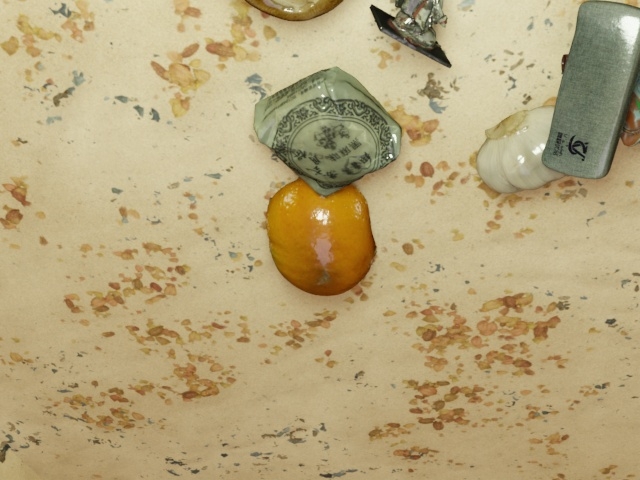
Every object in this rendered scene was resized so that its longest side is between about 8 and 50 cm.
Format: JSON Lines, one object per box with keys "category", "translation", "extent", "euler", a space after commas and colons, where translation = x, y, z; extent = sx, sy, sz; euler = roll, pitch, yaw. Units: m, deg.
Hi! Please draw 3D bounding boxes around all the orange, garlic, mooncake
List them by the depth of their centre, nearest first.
{"category": "mooncake", "translation": [0.015, -0.221, 1.685], "extent": [0.254, 0.136, 0.250], "euler": [-28, 130, 29]}
{"category": "garlic", "translation": [0.441, -0.169, 1.696], "extent": [0.229, 0.143, 0.178], "euler": [-39, 119, 24]}
{"category": "orange", "translation": [0.004, 0.003, 1.939], "extent": [0.274, 0.274, 0.310], "euler": [0, 165, 5]}

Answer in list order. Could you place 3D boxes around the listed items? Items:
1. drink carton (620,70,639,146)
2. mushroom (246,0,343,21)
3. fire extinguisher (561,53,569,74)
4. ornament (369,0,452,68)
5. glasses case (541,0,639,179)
{"category": "drink carton", "translation": [0.684, -0.264, 1.552], "extent": [0.190, 0.185, 0.191], "euler": [19, 132, -17]}
{"category": "mushroom", "translation": [-0.047, -0.496, 1.406], "extent": [0.253, 0.153, 0.253], "euler": [2, 132, 2]}
{"category": "fire extinguisher", "translation": [0.536, -0.341, 1.584], "extent": [0.132, 0.039, 0.056], "euler": [1, 130, 4]}
{"category": "ornament", "translation": [0.207, -0.442, 1.462], "extent": [0.153, 0.166, 0.196], "euler": [22, 117, -18]}
{"category": "glasses case", "translation": [0.512, -0.277, 1.525], "extent": [0.131, 0.074, 0.323], "euler": [20, 112, 26]}
